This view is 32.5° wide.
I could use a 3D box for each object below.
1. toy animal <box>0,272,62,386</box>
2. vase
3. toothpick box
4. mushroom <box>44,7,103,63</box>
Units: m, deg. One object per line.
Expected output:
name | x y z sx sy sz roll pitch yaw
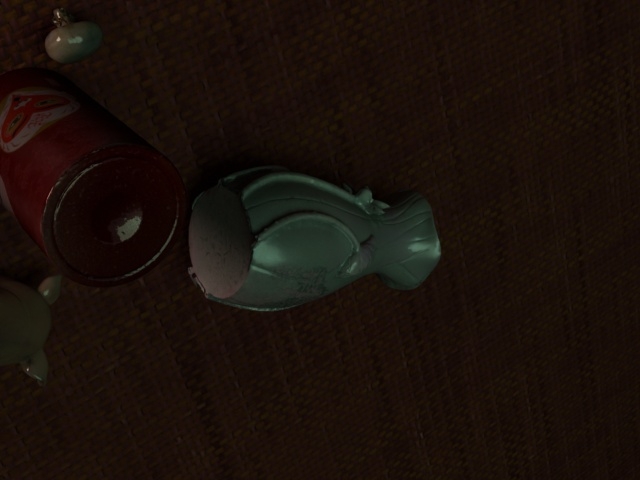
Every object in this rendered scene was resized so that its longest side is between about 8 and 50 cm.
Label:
toy animal | -0.513 0.113 1.629 0.250 0.154 0.166 12 98 -42
vase | 0.000 0.000 1.895 0.445 0.250 0.249 -1 114 -40
toothpick box | -0.347 -0.096 1.513 0.204 0.333 0.204 -16 122 -28
mushroom | -0.360 -0.298 1.579 0.085 0.085 0.079 -23 83 -24
